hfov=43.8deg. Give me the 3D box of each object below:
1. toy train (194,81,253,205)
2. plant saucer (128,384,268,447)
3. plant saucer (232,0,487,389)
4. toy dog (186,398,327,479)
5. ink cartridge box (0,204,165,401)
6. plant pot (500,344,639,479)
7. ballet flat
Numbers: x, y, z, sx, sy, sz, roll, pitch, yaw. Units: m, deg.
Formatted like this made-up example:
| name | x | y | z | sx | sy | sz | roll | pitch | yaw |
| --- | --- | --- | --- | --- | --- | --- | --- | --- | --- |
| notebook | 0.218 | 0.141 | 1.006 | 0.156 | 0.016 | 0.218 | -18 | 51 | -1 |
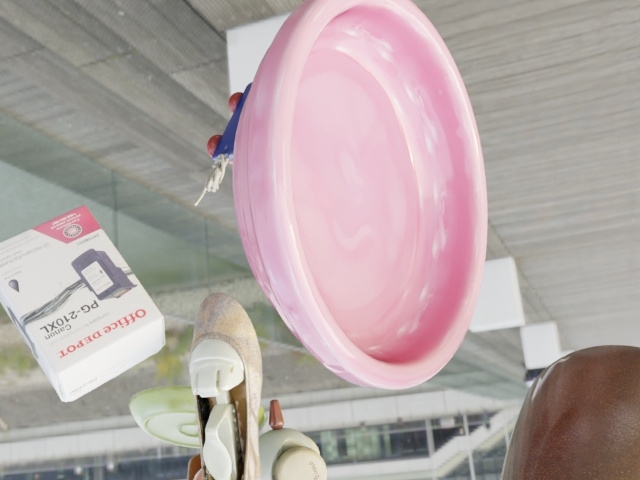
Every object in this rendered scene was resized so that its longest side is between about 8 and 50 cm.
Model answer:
| name | x | y | z | sx | sy | sz | roll | pitch | yaw |
| --- | --- | --- | --- | --- | --- | --- | --- | --- | --- |
| toy train | -0.097 | -0.119 | 1.236 | 0.143 | 0.248 | 0.105 | 38 | 151 | -32 |
| plant saucer | -0.212 | 0.312 | 1.369 | 0.241 | 0.037 | 0.241 | 3 | 147 | 2 |
| plant saucer | 0.037 | -0.043 | 0.674 | 0.084 | 0.332 | 0.332 | -5 | 168 | 35 |
| toy dog | -0.145 | 0.383 | 1.326 | 0.333 | 0.161 | 0.220 | -22 | 179 | -32 |
| ink cartridge box | -0.363 | 0.089 | 1.178 | 0.172 | 0.237 | 0.100 | -29 | 156 | -27 |
| plant pot | 0.230 | 0.232 | 0.650 | 0.215 | 0.215 | 0.230 | -18 | -172 | 38 |
| ballet flat | -0.140 | 0.237 | 1.160 | 0.107 | 0.316 | 0.106 | -7 | -177 | 16 |
